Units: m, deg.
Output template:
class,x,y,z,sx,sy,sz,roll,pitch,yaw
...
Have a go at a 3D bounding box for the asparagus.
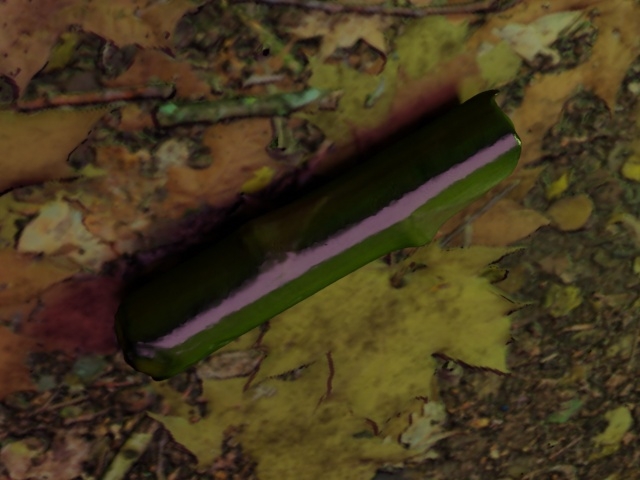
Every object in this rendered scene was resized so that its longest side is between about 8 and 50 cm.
class,x,y,z,sx,sy,sz,roll,pitch,yaw
asparagus,-0.001,-0.001,1.042,0.277,0.060,0.067,-28,112,3
